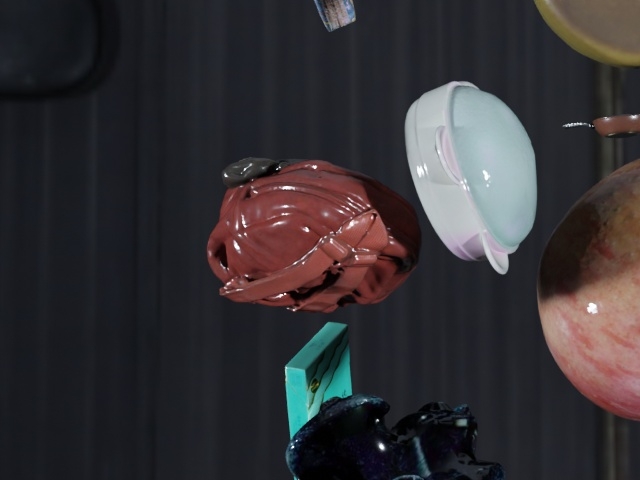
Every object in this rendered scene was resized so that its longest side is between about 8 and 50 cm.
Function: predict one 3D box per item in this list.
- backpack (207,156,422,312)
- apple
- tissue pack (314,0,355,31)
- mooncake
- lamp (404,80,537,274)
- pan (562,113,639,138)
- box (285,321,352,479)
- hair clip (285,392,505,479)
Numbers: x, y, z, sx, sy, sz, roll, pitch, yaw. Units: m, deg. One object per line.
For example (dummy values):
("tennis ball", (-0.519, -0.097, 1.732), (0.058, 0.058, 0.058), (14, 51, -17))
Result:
("backpack", (0.001, -0.002, 1.568), (0.229, 0.139, 0.229), (11, 153, 6))
("apple", (0.411, 0.043, 1.762), (0.345, 0.269, 0.345), (-39, 161, -16))
("tissue pack", (0.011, -0.446, 2.591), (0.065, 0.115, 0.155), (-19, 160, 3))
("mooncake", (0.394, -0.343, 2.010), (0.235, 0.235, 0.117), (-1, -177, 8))
("lamp", (0.160, -0.081, 1.512), (0.108, 0.179, 0.246), (-18, -157, 16))
("pan", (0.347, -0.136, 1.847), (0.115, 0.023, 0.068), (-5, 175, 42))
("box", (0.001, 0.259, 2.300), (0.042, 0.226, 0.161), (6, -156, 23))
("hair clip", (0.078, 0.264, 1.397), (0.206, 0.194, 0.310), (-15, 139, -13))
